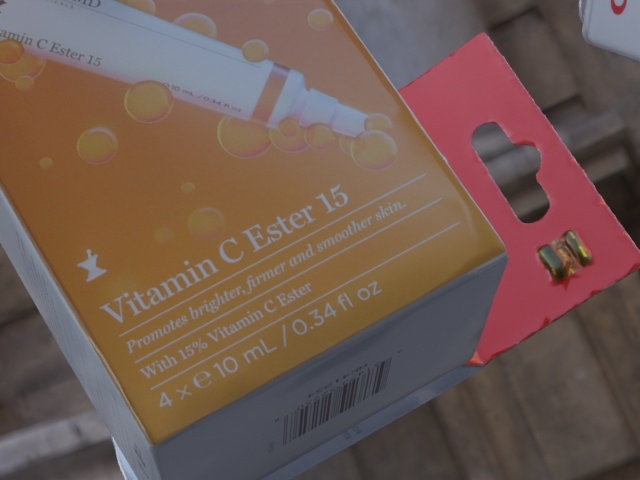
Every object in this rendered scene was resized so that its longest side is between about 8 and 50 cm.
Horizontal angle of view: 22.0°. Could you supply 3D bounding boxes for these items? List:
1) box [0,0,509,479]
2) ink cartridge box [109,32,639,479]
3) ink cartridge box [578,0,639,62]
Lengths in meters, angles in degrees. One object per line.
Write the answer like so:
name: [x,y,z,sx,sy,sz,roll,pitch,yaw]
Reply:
box: [-0.082,-0.048,0.946,0.215,0.345,0.168,-29,-20,-14]
ink cartridge box: [0.000,0.000,1.223,0.385,0.308,0.091,-31,-46,5]
ink cartridge box: [0.201,-0.129,0.631,0.092,0.158,0.218,0,17,-25]
